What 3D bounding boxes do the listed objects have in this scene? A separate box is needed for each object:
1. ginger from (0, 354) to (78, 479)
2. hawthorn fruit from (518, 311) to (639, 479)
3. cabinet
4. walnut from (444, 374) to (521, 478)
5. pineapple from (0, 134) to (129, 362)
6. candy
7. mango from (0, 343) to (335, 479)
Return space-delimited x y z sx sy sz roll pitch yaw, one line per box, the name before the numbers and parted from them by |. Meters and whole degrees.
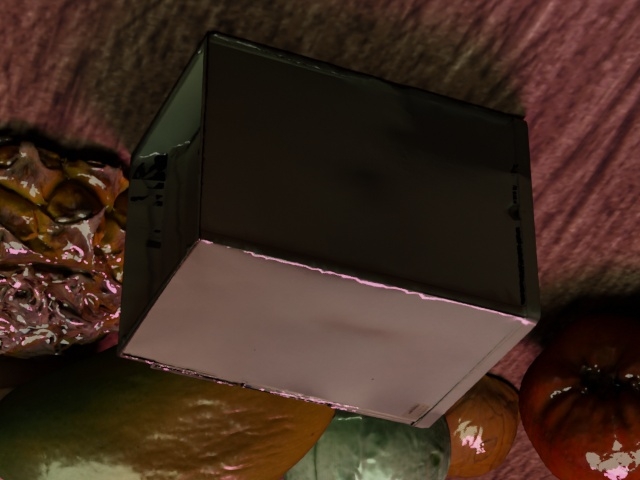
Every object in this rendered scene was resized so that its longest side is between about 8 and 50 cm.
ginger | -0.264 0.157 1.308 0.267 0.138 0.152 -21 132 26
hawthorn fruit | 0.206 0.122 1.267 0.133 0.133 0.138 -10 155 15
cabinet | 0.000 0.000 1.065 0.206 0.145 0.150 14 144 -19
walnut | 0.108 0.151 1.377 0.091 0.052 0.121 5 144 -3
pineapple | -0.194 0.016 1.156 0.225 0.076 0.225 1 145 1
candy | -0.115 0.157 1.367 0.440 0.119 0.119 -3 147 21
mango | -0.104 0.126 1.222 0.237 0.091 0.137 -24 102 -8
